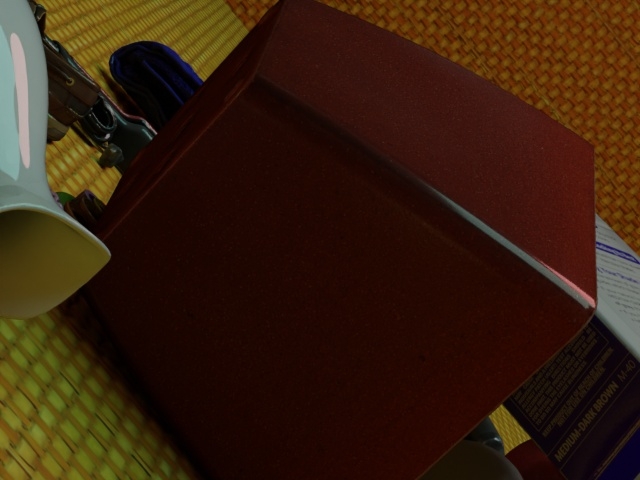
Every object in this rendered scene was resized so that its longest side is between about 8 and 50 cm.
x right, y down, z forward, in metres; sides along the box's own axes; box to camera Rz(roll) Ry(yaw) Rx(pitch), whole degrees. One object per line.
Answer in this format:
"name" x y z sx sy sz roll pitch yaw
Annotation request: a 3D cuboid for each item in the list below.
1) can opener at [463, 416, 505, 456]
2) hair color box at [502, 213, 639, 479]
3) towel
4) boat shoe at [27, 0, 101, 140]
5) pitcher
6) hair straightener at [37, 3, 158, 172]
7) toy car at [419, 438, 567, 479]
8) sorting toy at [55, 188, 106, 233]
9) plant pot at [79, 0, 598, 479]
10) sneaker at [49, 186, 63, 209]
"can opener" 0.145 0.228 1.885 0.283 0.076 0.095 -116 -163 -61
"hair color box" 0.175 0.050 1.419 0.185 0.110 0.339 16 27 -45
"towel" -0.060 -0.061 1.851 0.308 0.076 0.228 46 3 -45
"boat shoe" -0.233 -0.160 1.444 0.178 0.060 0.064 52 8 5
"pitcher" -0.213 -0.070 0.983 0.177 0.125 0.207 13 48 -53
"hair straightener" -0.168 -0.097 1.564 0.230 0.047 0.089 54 6 -22
"toy car" 0.133 0.213 1.515 0.238 0.219 0.210 20 16 -13
"sorting toy" -0.153 -0.013 1.293 0.061 0.042 0.102 49 7 -13
"plant pot" 0.000 0.000 1.223 0.235 0.267 0.267 40 24 -11
"sneaker" -0.200 -0.033 1.147 0.057 0.047 0.119 0 47 -56
